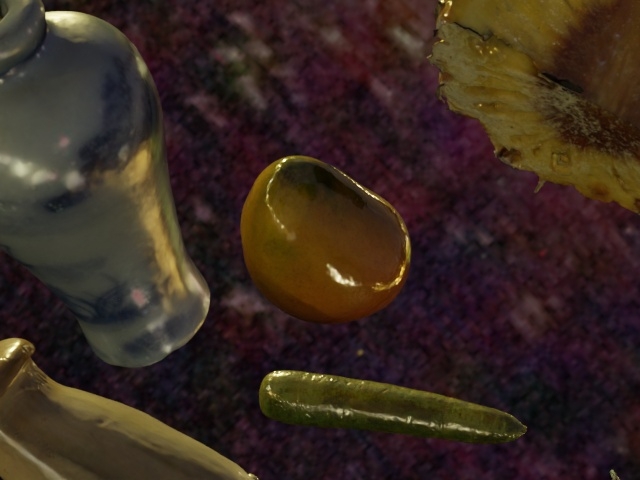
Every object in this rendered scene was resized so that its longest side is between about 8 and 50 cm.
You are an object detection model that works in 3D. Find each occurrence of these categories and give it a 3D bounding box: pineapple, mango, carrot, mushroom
[{"bbox_3d":[0.286,-0.185,1.233,0.344,0.209,0.286,30,70,1],"label":"pineapple"},{"bbox_3d":[-0.002,0.007,1.552,0.254,0.176,0.139,30,2,-42],"label":"mango"},{"bbox_3d":[0.094,0.227,1.768,0.358,0.074,0.074,7,34,10],"label":"carrot"},{"bbox_3d":[-0.176,0.241,1.278,0.407,0.154,0.137,41,3,-14],"label":"mushroom"}]

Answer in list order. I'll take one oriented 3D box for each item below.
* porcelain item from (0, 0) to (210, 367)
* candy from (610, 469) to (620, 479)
[{"bbox_3d":[-0.150,-0.034,0.805,0.141,0.141,0.259,-93,168,-45],"label":"porcelain item"},{"bbox_3d":[0.332,0.308,1.345,0.043,0.045,0.175,-6,56,-21],"label":"candy"}]
